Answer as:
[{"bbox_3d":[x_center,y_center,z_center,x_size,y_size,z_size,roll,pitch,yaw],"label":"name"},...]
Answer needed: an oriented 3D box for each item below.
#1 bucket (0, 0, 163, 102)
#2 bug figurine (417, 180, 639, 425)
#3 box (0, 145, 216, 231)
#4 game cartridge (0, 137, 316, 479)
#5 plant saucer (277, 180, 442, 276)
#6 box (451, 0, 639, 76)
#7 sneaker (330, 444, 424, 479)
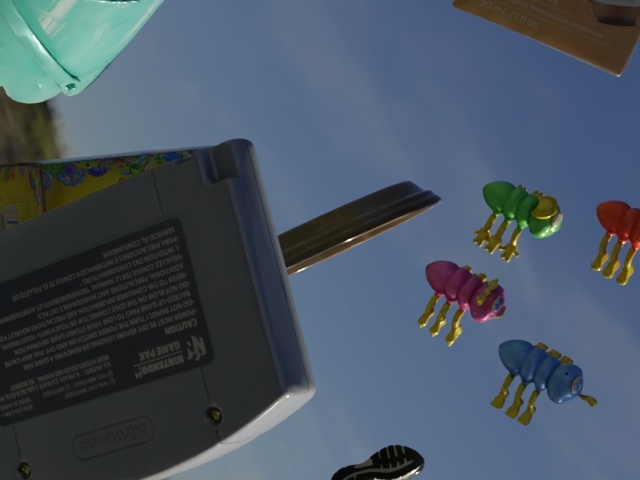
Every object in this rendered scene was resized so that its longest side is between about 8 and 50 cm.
[{"bbox_3d":[-0.252,-0.281,1.325,0.183,0.281,0.281,-30,-102,49],"label":"bucket"},{"bbox_3d":[0.222,0.036,1.456,0.216,0.279,0.072,26,-28,24],"label":"bug figurine"},{"bbox_3d":[-0.312,-0.039,2.158,0.290,0.279,0.177,3,-79,62],"label":"box"},{"bbox_3d":[-0.142,0.069,1.011,0.062,0.297,0.198,-10,83,-58],"label":"game cartridge"},{"bbox_3d":[0.000,0.000,1.613,0.041,0.278,0.278,65,-12,1],"label":"plant saucer"},{"bbox_3d":[0.184,-0.222,1.022,0.091,0.130,0.170,-59,171,-67],"label":"box"},{"bbox_3d":[0.065,0.246,1.554,0.044,0.109,0.040,39,39,-42],"label":"sneaker"}]
